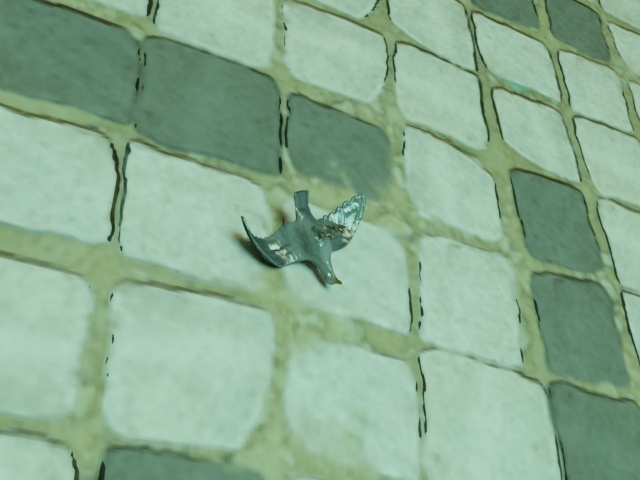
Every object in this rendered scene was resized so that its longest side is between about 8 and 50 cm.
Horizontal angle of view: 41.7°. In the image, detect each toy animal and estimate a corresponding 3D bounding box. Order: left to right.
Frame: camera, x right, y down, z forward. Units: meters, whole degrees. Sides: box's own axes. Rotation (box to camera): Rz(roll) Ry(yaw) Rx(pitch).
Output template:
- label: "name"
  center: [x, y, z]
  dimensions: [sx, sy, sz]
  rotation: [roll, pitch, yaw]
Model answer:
- label: "toy animal"
  center: [0.000, 0.000, 0.437]
  dimensions: [0.084, 0.028, 0.050]
  rotation: [-12, 57, -38]
